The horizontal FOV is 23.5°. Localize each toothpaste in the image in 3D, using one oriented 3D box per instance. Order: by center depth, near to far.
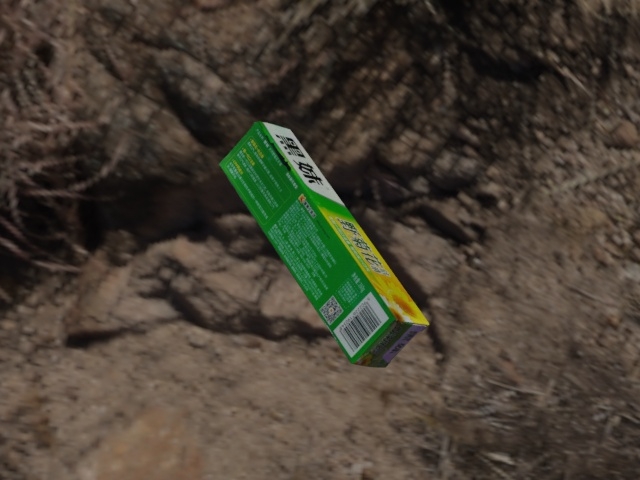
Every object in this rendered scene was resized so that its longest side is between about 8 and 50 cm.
[{"bbox_3d":[0.000,0.000,0.957,0.043,0.037,0.178,-50,56,23],"label":"toothpaste"}]
